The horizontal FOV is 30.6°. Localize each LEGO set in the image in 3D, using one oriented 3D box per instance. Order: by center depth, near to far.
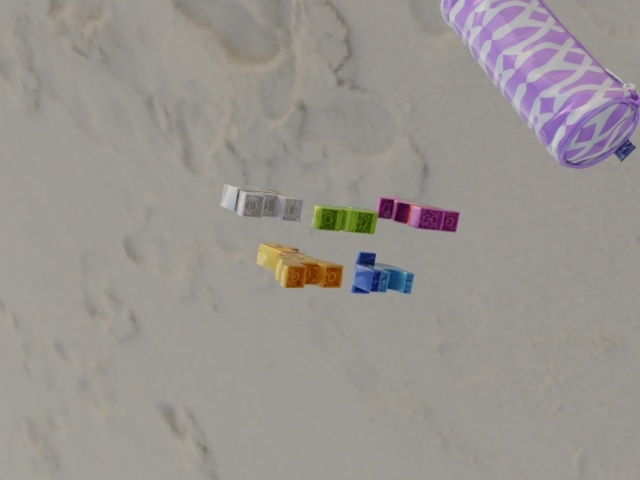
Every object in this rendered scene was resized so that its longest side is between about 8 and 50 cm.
[{"bbox_3d":[0.000,0.000,1.020,0.093,0.227,0.087,20,102,53],"label":"LEGO set"}]

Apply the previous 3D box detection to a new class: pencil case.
[{"bbox_3d":[0.183,-0.153,0.978,0.088,0.086,0.206,-48,60,25],"label":"pencil case"}]
